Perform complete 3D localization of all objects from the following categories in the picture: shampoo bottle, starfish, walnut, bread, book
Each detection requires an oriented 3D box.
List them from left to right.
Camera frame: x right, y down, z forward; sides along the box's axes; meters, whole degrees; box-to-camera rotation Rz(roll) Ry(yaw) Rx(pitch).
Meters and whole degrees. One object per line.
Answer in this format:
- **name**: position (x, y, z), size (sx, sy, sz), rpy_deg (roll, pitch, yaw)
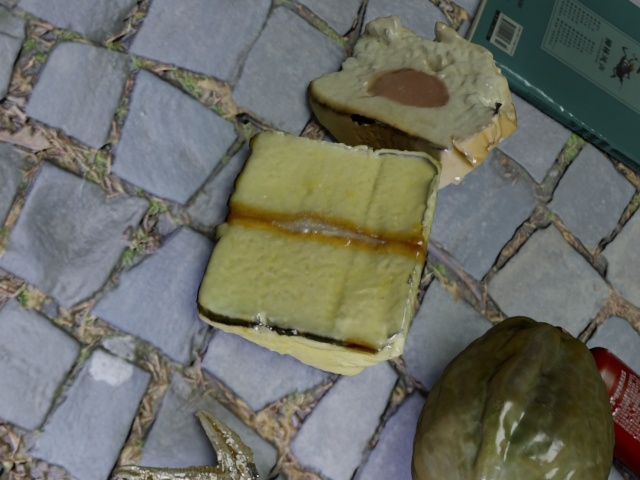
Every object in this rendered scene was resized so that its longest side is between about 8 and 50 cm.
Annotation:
- **starfish**: position (-0.099, 0.309, 1.215), size (0.138, 0.050, 0.247), rpy_deg (-38, 91, -28)
- **bread**: position (0.000, 0.000, 1.281), size (0.236, 0.198, 0.263), rpy_deg (22, 65, -11)
- **bread**: position (0.136, -0.176, 1.380), size (0.224, 0.211, 0.183), rpy_deg (46, 68, -14)
- **walnut**: position (0.234, 0.233, 1.303), size (0.283, 0.227, 0.283), rpy_deg (-26, 120, -59)
- **book**: position (0.400, -0.283, 1.646), size (0.379, 0.031, 0.264), rpy_deg (31, 65, -16)
- **shampoo bottle**: position (0.412, 0.237, 1.473), size (0.314, 0.076, 0.118), rpy_deg (39, 63, -11)
